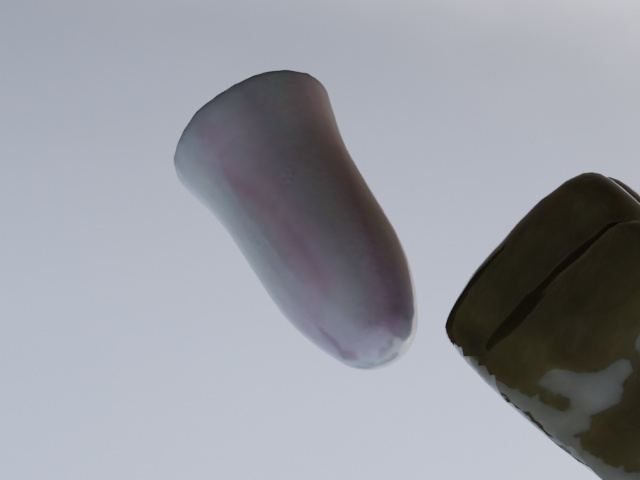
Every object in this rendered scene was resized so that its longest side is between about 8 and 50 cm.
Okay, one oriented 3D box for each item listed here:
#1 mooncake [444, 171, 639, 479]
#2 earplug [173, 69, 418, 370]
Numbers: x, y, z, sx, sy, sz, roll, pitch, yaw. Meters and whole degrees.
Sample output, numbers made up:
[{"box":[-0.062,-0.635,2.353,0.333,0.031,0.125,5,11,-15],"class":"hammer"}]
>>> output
[{"box":[0.310,0.107,1.547,0.378,0.201,0.378,33,-171,-6],"class":"mooncake"},{"box":[0.000,0.000,1.701,0.172,0.172,0.301,-3,-133,-38],"class":"earplug"}]
